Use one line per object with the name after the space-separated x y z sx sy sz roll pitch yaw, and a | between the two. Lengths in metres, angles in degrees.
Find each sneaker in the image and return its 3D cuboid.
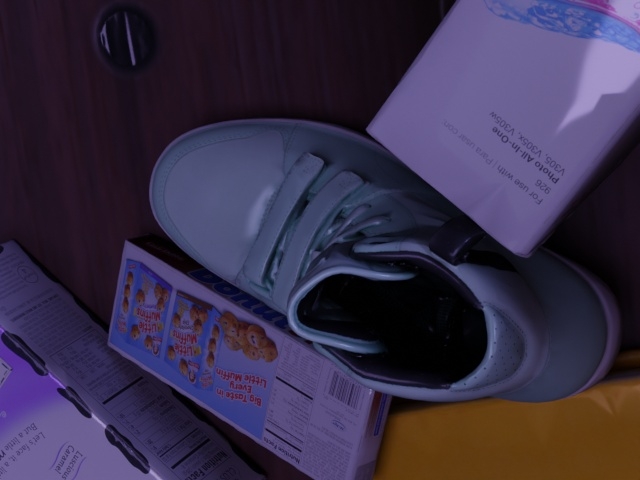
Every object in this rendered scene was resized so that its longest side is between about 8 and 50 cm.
0.001 0.000 0.891 0.256 0.151 0.094 22 98 28 | sneaker

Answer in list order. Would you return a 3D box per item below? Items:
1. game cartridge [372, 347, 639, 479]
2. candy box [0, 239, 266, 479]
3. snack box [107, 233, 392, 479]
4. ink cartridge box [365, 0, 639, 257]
0.178 0.209 0.958 0.285 0.053 0.323 -11 104 26 | game cartridge
-0.155 0.128 1.065 0.196 0.070 0.165 42 118 7 | candy box
-0.039 0.061 0.986 0.178 0.022 0.064 29 118 35 | snack box
0.131 -0.112 0.811 0.093 0.154 0.212 39 118 9 | ink cartridge box
